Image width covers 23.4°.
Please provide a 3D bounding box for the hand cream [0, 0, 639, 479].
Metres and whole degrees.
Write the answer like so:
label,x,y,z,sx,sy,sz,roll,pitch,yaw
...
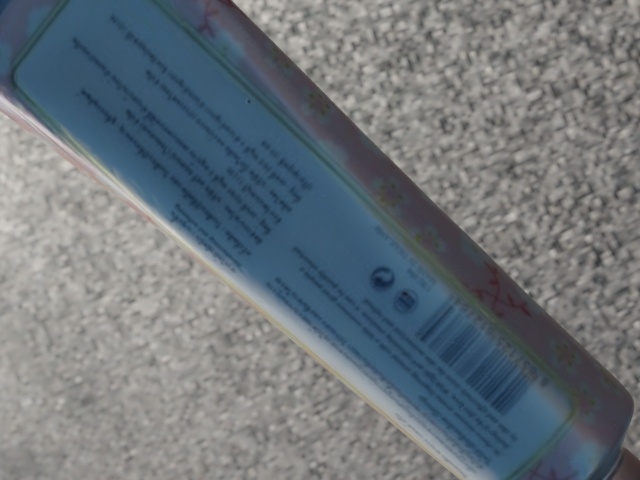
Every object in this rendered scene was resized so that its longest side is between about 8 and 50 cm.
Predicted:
label,x,y,z,sx,sy,sz,roll,pitch,yaw
hand cream,0.000,0.000,0.380,0.210,0.043,0.067,42,113,-4
